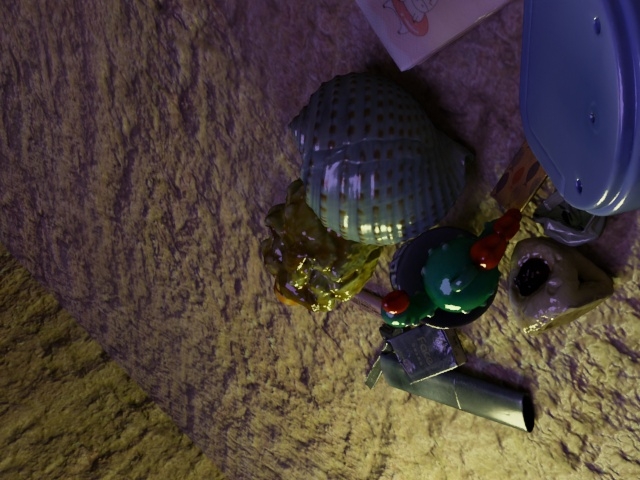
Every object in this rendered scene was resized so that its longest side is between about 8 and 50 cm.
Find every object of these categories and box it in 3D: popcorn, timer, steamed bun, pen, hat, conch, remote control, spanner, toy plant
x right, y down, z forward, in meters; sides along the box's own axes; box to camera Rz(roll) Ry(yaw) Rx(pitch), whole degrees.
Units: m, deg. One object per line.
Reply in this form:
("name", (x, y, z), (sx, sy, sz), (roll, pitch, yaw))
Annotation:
("popcorn", (0.006, -0.008, 1.920), (0.282, 0.247, 0.282), (32, 134, 41))
("timer", (0.393, -0.209, 1.168), (0.395, 0.173, 0.395), (170, 90, -84))
("steamed bun", (0.393, 0.064, 1.579), (0.141, 0.172, 0.155), (-44, 66, 47))
("pen", (0.124, 0.150, 2.113), (0.197, 0.032, 0.053), (23, 137, 41))
("hat", (0.427, -0.057, 1.497), (0.122, 0.081, 0.166), (-102, 29, -42))
("conch", (0.087, -0.150, 1.640), (0.319, 0.303, 0.215), (10, 175, 30))
("remote control", (0.294, 0.328, 2.034), (0.377, 0.044, 0.107), (12, 135, 41))
("spanner", (0.156, 0.281, 2.209), (0.093, 0.026, 0.325), (42, 148, 16))
("toy plant", (0.220, 0.068, 1.636), (0.400, 0.279, 0.185), (166, 89, -83))

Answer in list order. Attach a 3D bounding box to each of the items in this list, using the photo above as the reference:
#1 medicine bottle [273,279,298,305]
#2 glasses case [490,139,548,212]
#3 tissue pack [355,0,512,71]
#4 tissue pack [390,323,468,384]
("medicine bottle", (-0.055, 0.067, 2.202), (0.096, 0.096, 0.192), (40, 146, 20))
("glasses case", (0.349, -0.113, 1.554), (0.064, 0.041, 0.170), (42, 147, 14))
("tissue pack", (0.192, -0.403, 1.446), (0.170, 0.071, 0.325), (58, 148, -5))
("tissue pack", (0.233, 0.236, 1.991), (0.156, 0.051, 0.112), (-31, 79, 44))
